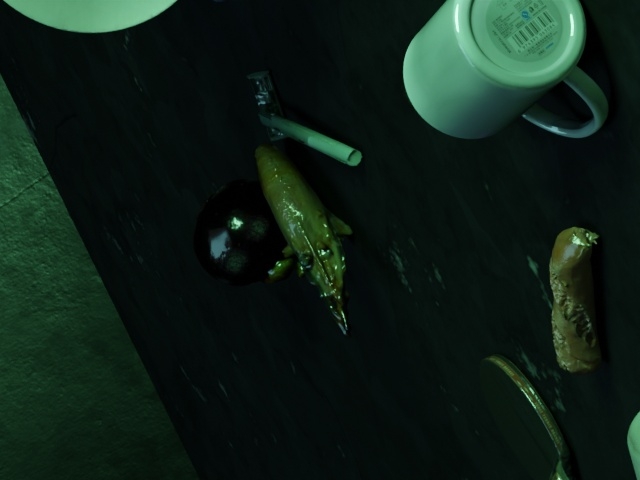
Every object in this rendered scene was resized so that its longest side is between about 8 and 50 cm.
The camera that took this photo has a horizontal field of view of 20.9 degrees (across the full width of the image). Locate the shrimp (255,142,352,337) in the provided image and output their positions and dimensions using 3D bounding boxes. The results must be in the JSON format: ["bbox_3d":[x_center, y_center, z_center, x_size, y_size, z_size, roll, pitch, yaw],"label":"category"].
[{"bbox_3d":[0.003,-0.003,1.899,0.117,0.066,0.262,33,-152,-60],"label":"shrimp"}]

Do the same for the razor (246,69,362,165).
[{"bbox_3d":[-0.018,-0.114,1.827,0.211,0.036,0.084,37,152,57],"label":"razor"}]

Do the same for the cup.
[{"bbox_3d":[0.141,-0.133,1.250,0.133,0.136,0.099,134,142,-72],"label":"cup"}]

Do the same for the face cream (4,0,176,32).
[{"bbox_3d":[-0.204,-0.318,1.548,0.179,0.218,0.218,-101,-6,-61],"label":"face cream"}]

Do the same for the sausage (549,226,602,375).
[{"bbox_3d":[0.206,0.048,1.403,0.036,0.042,0.158,-79,-14,-46],"label":"sausage"}]

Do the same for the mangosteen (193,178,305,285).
[{"bbox_3d":[-0.075,0.000,2.051,0.151,0.137,0.137,27,161,-1],"label":"mangosteen"}]

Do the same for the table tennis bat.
[{"bbox_3d":[0.213,0.204,1.650,0.220,0.019,0.130,57,164,23],"label":"table tennis bat"}]

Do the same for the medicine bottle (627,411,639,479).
[{"bbox_3d":[0.289,0.197,1.261,0.105,0.105,0.168,34,147,58],"label":"medicine bottle"}]
